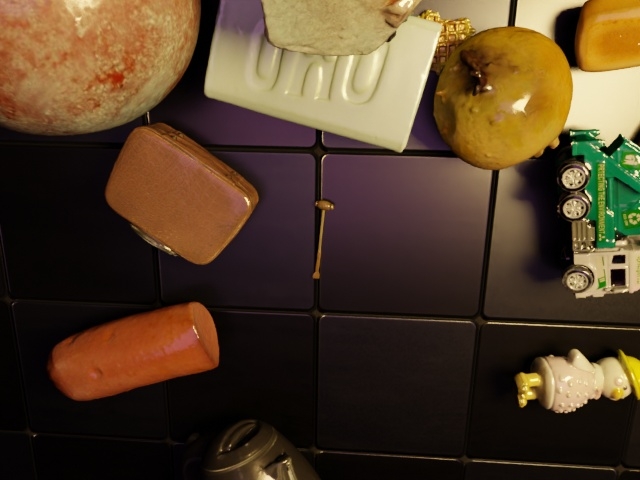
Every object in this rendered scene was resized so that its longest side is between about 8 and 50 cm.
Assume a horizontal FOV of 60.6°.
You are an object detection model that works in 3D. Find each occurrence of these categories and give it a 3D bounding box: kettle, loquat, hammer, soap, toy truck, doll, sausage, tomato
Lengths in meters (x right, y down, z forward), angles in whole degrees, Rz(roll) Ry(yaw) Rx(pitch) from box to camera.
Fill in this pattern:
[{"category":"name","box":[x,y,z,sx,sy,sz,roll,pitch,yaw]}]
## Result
[{"category":"kettle","box":[-0.111,0.424,0.864,0.268,0.207,0.290,-17,100,38]},{"category":"loquat","box":[0.231,-0.170,0.677,0.204,0.149,0.172,18,86,-35]},{"category":"hammer","box":[0.000,0.000,0.811,0.029,0.014,0.123,10,110,10]},{"category":"soap","box":[0.002,-0.226,0.696,0.265,0.087,0.160,17,108,3]},{"category":"toy truck","box":[0.370,-0.035,0.708,0.116,0.110,0.216,-3,109,24]},{"category":"doll","box":[0.388,0.208,0.808,0.207,0.081,0.129,-7,125,4]},{"category":"sausage","box":[-0.289,0.171,0.834,0.259,0.113,0.114,-15,105,7]},{"category":"tomato","box":[-0.290,-0.267,0.598,0.316,0.317,0.283,-5,124,6]}]

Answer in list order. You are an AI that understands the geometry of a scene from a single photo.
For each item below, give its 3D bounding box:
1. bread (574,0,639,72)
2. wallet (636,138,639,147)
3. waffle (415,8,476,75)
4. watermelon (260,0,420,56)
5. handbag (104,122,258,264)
[{"category":"bread","box":[0.431,-0.260,0.648,0.239,0.074,0.093,-2,130,18]},{"category":"wallet","box":[0.535,-0.173,0.703,0.165,0.042,0.310,27,105,-2]},{"category":"waffle","box":[0.154,-0.264,0.718,0.085,0.016,0.078,27,106,-1]},{"category":"watermelon","box":[0.031,-0.297,0.530,0.228,0.387,0.258,31,94,-16]},{"category":"handbag","box":[-0.201,-0.062,0.777,0.193,0.072,0.151,36,106,-8]}]
